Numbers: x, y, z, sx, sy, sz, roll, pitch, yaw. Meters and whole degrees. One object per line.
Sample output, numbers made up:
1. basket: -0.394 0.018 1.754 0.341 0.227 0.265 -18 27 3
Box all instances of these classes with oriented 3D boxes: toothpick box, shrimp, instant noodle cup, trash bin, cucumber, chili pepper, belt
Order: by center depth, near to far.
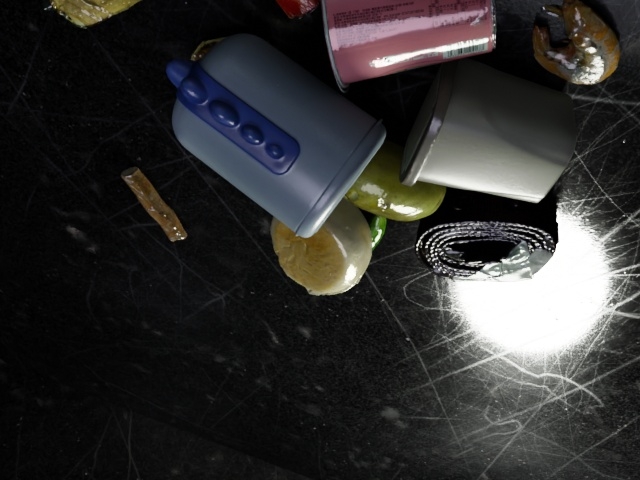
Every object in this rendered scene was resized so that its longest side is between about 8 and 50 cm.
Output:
1. instant noodle cup: 0.143 -0.365 1.123 0.255 0.244 0.244 -5 135 13
2. shrimp: 0.412 -0.323 1.175 0.132 0.051 0.187 -18 131 35
3. toothpick box: -0.094 -0.193 1.197 0.355 0.263 0.263 37 139 0
4. chili pepper: -0.057 -0.442 1.212 0.070 0.073 0.123 -43 122 1
5. trash bin: 0.293 -0.190 1.253 0.250 0.219 0.219 15 142 -5
6. belt: 0.343 -0.001 1.481 0.289 0.164 0.184 -2 131 19
7. cucumber: 0.096 0.014 1.677 0.056 0.056 0.250 26 138 -8

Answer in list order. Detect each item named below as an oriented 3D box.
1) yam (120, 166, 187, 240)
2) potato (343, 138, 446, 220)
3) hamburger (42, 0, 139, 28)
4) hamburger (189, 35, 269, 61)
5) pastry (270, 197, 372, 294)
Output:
1. yam: -0.407 -0.084 1.762 0.057 0.056 0.241 -7 134 28
2. potato: 0.126 -0.124 1.410 0.228 0.197 0.148 9 128 -38
3. hamburger: -0.370 -0.498 1.217 0.309 0.132 0.211 -9 132 29
4. hamburger: -0.152 -0.297 1.389 0.183 0.130 0.206 -4 117 22
5. pastry: 0.000 -0.002 1.604 0.265 0.133 0.264 20 133 23
